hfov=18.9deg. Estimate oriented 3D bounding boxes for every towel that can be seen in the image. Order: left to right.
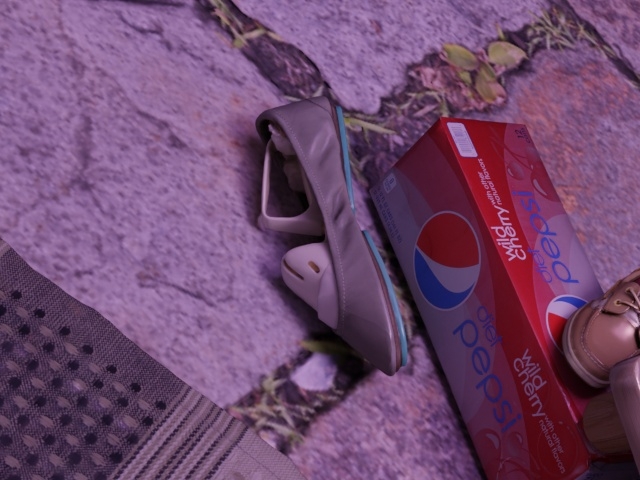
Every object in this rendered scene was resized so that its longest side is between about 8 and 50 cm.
[{"bbox_3d":[-0.192,0.139,0.984,0.312,0.056,0.324,38,44,1],"label":"towel"}]

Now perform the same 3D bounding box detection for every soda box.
[{"bbox_3d":[0.128,0.051,1.251,0.083,0.092,0.263,3,54,-39],"label":"soda box"}]

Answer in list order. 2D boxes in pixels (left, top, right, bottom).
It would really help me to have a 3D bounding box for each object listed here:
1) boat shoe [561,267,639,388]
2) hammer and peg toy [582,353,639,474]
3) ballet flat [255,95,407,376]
[{"bbox_3d":[0.192,0.046,1.199,0.050,0.045,0.135,46,37,1],"label":"boat shoe"},{"bbox_3d":[0.311,0.214,1.145,0.266,0.127,0.361,-14,85,-40],"label":"hammer and peg toy"},{"bbox_3d":[0.000,0.000,1.234,0.068,0.072,0.213,-9,56,-9],"label":"ballet flat"}]
